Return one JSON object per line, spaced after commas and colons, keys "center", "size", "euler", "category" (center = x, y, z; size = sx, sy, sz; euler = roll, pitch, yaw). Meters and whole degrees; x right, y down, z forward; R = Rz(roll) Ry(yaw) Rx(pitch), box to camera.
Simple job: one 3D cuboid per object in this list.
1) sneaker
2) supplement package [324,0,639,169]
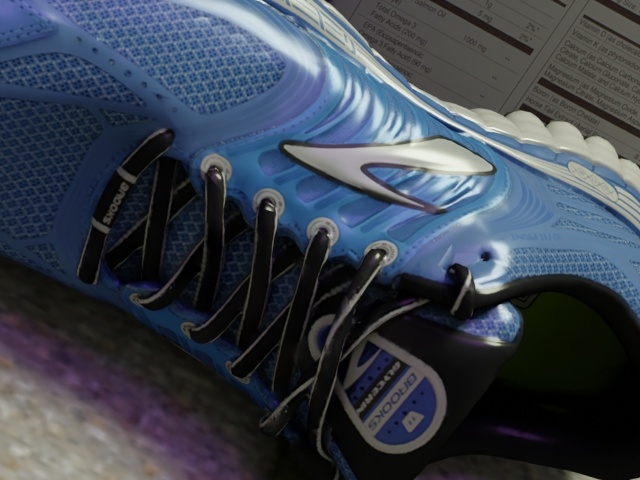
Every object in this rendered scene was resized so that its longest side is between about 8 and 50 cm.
{"center": [0.000, 0.000, 0.528], "size": [0.330, 0.130, 0.147], "euler": [17, 32, -24], "category": "sneaker"}
{"center": [0.136, -0.171, 0.754], "size": [0.198, 0.262, 0.199], "euler": [27, 31, -9], "category": "supplement package"}
